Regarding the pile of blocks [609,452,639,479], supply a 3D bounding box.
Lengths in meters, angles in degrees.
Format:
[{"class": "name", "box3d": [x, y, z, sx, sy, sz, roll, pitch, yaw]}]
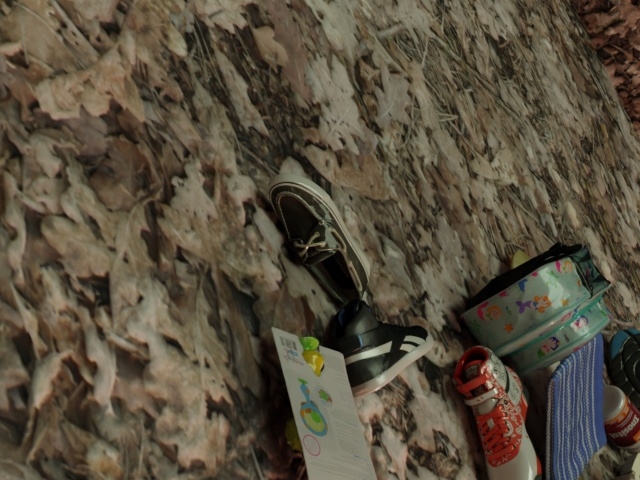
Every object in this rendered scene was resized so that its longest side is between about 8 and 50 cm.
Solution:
[{"class": "pile of blocks", "box3d": [0.635, 0.581, 1.963, 0.149, 0.112, 0.362, -5, 70, -17]}]

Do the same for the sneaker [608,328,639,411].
[{"class": "sneaker", "box3d": [0.733, 0.364, 2.357, 0.139, 0.125, 0.341, 66, 6, -66]}]

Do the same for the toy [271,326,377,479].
[{"class": "toy", "box3d": [-0.004, 0.231, 1.307, 0.137, 0.056, 0.237, 26, 40, -42]}]

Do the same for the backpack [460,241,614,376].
[{"class": "backpack", "box3d": [0.375, 0.122, 1.841, 0.253, 0.225, 0.191, -9, 68, -56]}]

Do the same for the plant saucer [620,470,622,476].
[{"class": "plant saucer", "box3d": [0.671, 0.541, 2.141, 0.188, 0.045, 0.188, 18, 51, -52]}]

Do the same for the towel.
[{"class": "towel", "box3d": [0.466, 0.314, 1.909, 0.336, 0.040, 0.243, -22, 112, -61]}]

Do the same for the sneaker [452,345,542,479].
[{"class": "sneaker", "box3d": [0.270, 0.287, 1.669, 0.145, 0.090, 0.270, 46, 29, -25]}]

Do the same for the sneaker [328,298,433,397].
[{"class": "sneaker", "box3d": [0.087, 0.129, 1.514, 0.121, 0.079, 0.217, 63, 30, -1]}]

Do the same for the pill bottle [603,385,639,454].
[{"class": "pill bottle", "box3d": [0.614, 0.370, 2.153, 0.152, 0.086, 0.086, 45, 33, -28]}]

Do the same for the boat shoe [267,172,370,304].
[{"class": "boat shoe", "box3d": [0.000, 0.000, 1.488, 0.219, 0.078, 0.070, 51, 30, -23]}]

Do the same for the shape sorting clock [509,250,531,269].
[{"class": "shape sorting clock", "box3d": [0.428, 0.119, 2.114, 0.206, 0.040, 0.206, 44, 31, -35]}]
